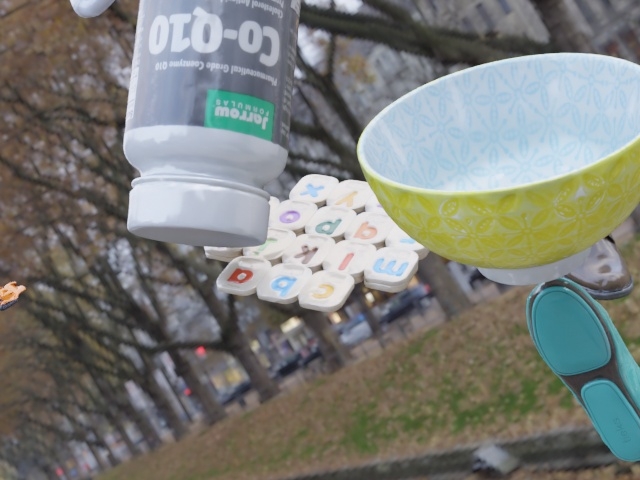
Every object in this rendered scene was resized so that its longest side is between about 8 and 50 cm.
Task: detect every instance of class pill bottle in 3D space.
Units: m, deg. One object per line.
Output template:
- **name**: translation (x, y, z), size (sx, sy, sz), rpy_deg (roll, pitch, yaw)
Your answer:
- **pill bottle**: translation (-0.135, -0.180, 1.438), size (0.204, 0.361, 0.204), rpy_deg (4, -8, 1)

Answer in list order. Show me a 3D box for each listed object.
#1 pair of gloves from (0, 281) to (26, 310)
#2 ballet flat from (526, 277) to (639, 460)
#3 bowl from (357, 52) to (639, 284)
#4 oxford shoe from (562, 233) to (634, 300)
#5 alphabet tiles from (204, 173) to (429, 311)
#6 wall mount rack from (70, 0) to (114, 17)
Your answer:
- **pair of gloves**: translation (-0.394, 0.054, 1.364), size (0.010, 0.083, 0.074), rpy_deg (-64, -7, 23)
- **ballet flat**: translation (0.290, 0.123, 1.236), size (0.083, 0.247, 0.087), rpy_deg (-21, 24, 28)
- **bowl**: translation (0.192, -0.052, 1.120), size (0.289, 0.156, 0.289), rpy_deg (-13, 29, 7)
- **oxford shoe**: translation (0.359, 0.003, 1.572), size (0.083, 0.096, 0.227), rpy_deg (-13, 30, -3)
- **alphabet tiles**: translation (0.000, 0.000, 1.512), size (0.284, 0.021, 0.278), rpy_deg (10, 37, 22)
- **wall mount rack**: translation (-0.229, -0.308, 0.783), size (0.130, 0.304, 0.350), rpy_deg (-42, -48, 21)
